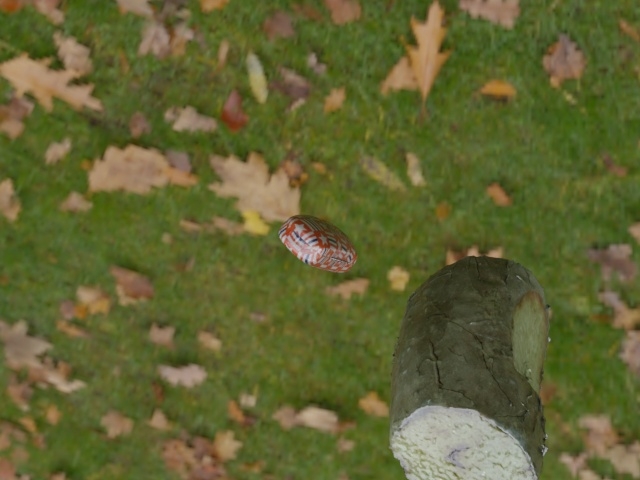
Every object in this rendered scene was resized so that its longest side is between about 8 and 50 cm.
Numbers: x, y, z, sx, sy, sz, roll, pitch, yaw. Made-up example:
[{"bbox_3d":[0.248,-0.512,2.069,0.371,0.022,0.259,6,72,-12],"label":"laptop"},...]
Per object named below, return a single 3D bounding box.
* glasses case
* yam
[{"bbox_3d":[0.000,0.000,1.736,0.073,0.194,0.049,42,96,14],"label":"glasses case"},{"bbox_3d":[0.138,0.130,1.279,0.154,0.254,0.154,6,126,9],"label":"yam"}]
